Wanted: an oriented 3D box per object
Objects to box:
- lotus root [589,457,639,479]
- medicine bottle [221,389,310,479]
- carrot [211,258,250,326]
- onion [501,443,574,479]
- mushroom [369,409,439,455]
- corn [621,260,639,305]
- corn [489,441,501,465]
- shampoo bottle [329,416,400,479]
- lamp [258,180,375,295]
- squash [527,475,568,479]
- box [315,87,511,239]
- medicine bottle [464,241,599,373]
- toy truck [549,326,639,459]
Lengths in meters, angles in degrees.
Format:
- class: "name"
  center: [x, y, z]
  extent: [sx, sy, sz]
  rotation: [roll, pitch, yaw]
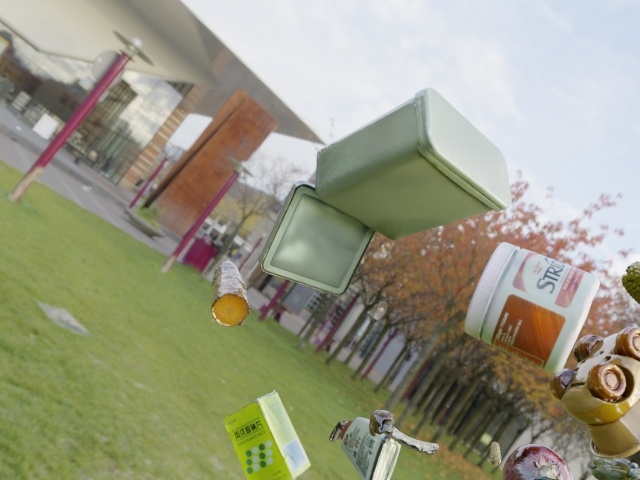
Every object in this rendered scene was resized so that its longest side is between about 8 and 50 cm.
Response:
- class: "lotus root"
  center: [0.920, 0.715, 1.799]
  extent: [0.088, 0.088, 0.165]
  rotation: [38, -34, -19]
- class: "medicine bottle"
  center: [-0.155, 0.586, 1.674]
  extent: [0.250, 0.137, 0.141]
  rotation: [63, 19, 15]
- class: "carrot"
  center: [-0.238, 0.115, 1.487]
  extent: [0.102, 0.102, 0.263]
  rotation: [39, 13, -26]
- class: "onion"
  center: [0.480, 0.549, 1.305]
  extent: [0.159, 0.159, 0.195]
  rotation: [35, -27, 14]
- class: "mushroom"
  center: [0.186, 0.441, 1.300]
  extent: [0.187, 0.060, 0.061]
  rotation: [33, -35, -15]
- class: "corn"
  center: [0.650, 0.131, 1.047]
  extent: [0.231, 0.080, 0.080]
  rotation: [52, 0, 19]
- class: "corn"
  center: [0.452, 0.551, 1.487]
  extent: [0.027, 0.028, 0.083]
  rotation: [31, 23, 4]
- class: "shampoo bottle"
  center: [0.110, 0.557, 1.574]
  extent: [0.071, 0.153, 0.284]
  rotation: [22, -6, -21]
- class: "lamp"
  center: [0.000, 0.000, 1.564]
  extent: [0.268, 0.267, 0.047]
  rotation: [21, 16, -22]
- class: "squash"
  center: [0.410, 0.566, 0.934]
  extent: [0.263, 0.263, 0.384]
  rotation: [35, 6, 15]
- class: "box"
  center: [0.222, -0.161, 1.404]
  extent: [0.343, 0.178, 0.351]
  rotation: [-20, -34, 40]
- class: "medicine bottle"
  center: [0.508, 0.160, 1.390]
  extent: [0.240, 0.253, 0.252]
  rotation: [22, -11, 24]
- class: "toy truck"
  center: [0.709, 0.357, 1.398]
  extent: [0.212, 0.288, 0.204]
  rotation: [50, -24, 3]
